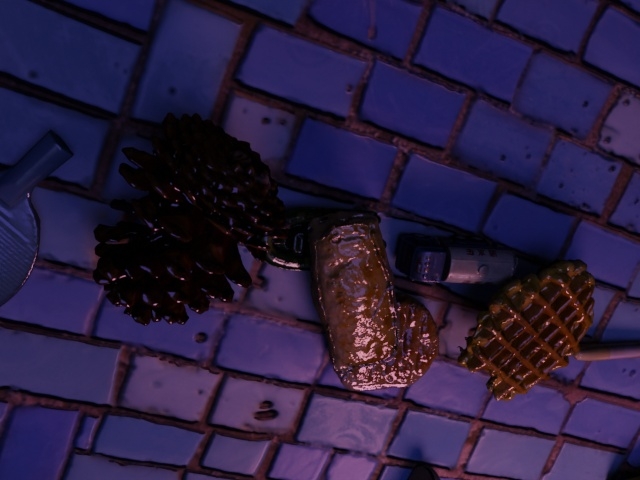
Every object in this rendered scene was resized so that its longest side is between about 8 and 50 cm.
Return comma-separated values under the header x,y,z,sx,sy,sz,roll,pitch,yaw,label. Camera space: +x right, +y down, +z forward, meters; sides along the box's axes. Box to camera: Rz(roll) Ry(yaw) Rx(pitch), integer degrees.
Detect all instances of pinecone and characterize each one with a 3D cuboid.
x,y,z,sx,sy,sz,roll,pitch,yaw,label
-0.186,-0.014,0.865,0.246,0.246,0.292,34,108,-24,pinecone

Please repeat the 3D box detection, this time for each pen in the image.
x,y,z,sx,sy,sz,roll,pitch,yaw,label
0.585,0.213,1.285,0.233,0.040,0.032,1,109,-22,pen

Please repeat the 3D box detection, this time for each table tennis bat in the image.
x,y,z,sx,sy,sz,roll,pitch,yaw,label
-0.464,-0.022,0.877,0.329,0.044,0.215,-42,113,2,table tennis bat

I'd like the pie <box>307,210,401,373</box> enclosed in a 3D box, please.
x,y,z,sx,sy,sz,roll,pitch,yaw,label
0.053,0.090,1.012,0.128,0.068,0.283,-14,119,-4,pie

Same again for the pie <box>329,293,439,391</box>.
x,y,z,sx,sy,sz,roll,pitch,yaw,label
0.110,0.173,1.117,0.195,0.046,0.195,-6,111,-15,pie

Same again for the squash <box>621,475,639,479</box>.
x,y,z,sx,sy,sz,roll,pitch,yaw,label
0.738,0.548,1.387,0.247,0.132,0.133,-10,110,-13,squash

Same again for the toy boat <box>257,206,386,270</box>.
x,y,z,sx,sy,sz,roll,pitch,yaw,label
0.000,0.000,1.021,0.210,0.052,0.104,2,109,-19,toy boat

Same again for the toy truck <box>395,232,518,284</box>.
x,y,z,sx,sy,sz,roll,pitch,yaw,label
0.228,0.037,1.084,0.201,0.088,0.074,4,108,-19,toy truck

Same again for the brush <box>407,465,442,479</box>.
x,y,z,sx,sy,sz,roll,pitch,yaw,label
0.147,0.574,1.255,0.065,0.070,0.328,22,101,-33,brush

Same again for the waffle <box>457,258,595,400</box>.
x,y,z,sx,sy,sz,roll,pitch,yaw,label
0.365,0.164,1.147,0.281,0.058,0.301,-29,132,-10,waffle
